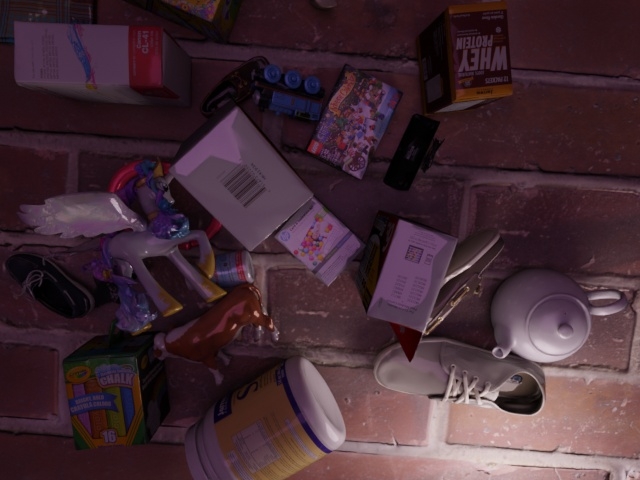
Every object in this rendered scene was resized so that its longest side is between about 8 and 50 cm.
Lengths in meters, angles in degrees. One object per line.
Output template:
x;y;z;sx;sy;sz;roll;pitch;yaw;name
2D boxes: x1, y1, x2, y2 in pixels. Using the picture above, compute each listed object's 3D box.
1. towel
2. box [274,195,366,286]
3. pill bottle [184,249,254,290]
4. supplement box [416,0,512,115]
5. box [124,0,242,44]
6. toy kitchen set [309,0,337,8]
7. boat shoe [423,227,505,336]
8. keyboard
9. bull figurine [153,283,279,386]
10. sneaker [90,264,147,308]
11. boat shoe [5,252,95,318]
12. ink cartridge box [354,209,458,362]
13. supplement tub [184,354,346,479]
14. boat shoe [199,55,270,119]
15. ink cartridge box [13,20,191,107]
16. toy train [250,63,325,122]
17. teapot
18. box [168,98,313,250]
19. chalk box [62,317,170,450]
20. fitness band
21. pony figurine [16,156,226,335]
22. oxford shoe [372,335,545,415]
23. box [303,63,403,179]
-0.719;-0.605;1.107;0.369;0.040;0.272;4;98;-1;towel
0.000;0.000;1.182;0.186;0.038;0.145;43;95;-1;box
-0.251;0.078;1.168;0.160;0.087;0.087;-12;97;1;pill bottle
0.318;-0.400;1.054;0.128;0.194;0.192;-8;97;-7;supplement box
-0.299;-0.649;1.037;0.278;0.177;0.290;22;96;-4;box
0.006;-0.665;1.085;0.166;0.122;0.207;-36;116;3;toy kitchen set
0.335;0.107;1.166;0.096;0.116;0.324;44;99;-10;boat shoe
0.240;-0.212;1.172;0.100;0.038;0.192;27;98;20;keyboard
-0.259;0.238;1.160;0.310;0.101;0.188;-36;114;4;bull figurine
-0.513;0.119;1.192;0.170;0.051;0.089;-12;97;6;sneaker
-0.689;0.115;1.165;0.254;0.079;0.095;36;103;4;boat shoe
0.166;0.085;1.060;0.129;0.309;0.272;18;96;-2;ink cartridge box
-0.132;0.460;1.138;0.331;0.241;0.241;-31;96;3;supplement tub
-0.203;-0.366;1.124;0.207;0.073;0.073;-43;93;3;boat shoe
-0.466;-0.384;1.042;0.305;0.226;0.131;4;96;-2;ink cartridge box
-0.078;-0.346;1.107;0.184;0.080;0.105;9;96;-20;toy train
0.559;0.191;1.139;0.252;0.187;0.256;23;95;-3;teapot
-0.170;-0.157;0.990;0.168;0.345;0.215;-41;113;4;box
-0.498;0.330;1.152;0.178;0.180;0.289;-5;96;0;chalk box
-0.382;-0.089;1.168;0.290;0.054;0.209;11;94;-3;fitness band
-0.417;0.010;1.029;0.350;0.303;0.364;-23;82;-28;pony figurine
0.358;0.347;1.178;0.448;0.130;0.169;8;111;0;oxford shoe
0.079;-0.287;1.148;0.159;0.044;0.233;25;96;-4;box
